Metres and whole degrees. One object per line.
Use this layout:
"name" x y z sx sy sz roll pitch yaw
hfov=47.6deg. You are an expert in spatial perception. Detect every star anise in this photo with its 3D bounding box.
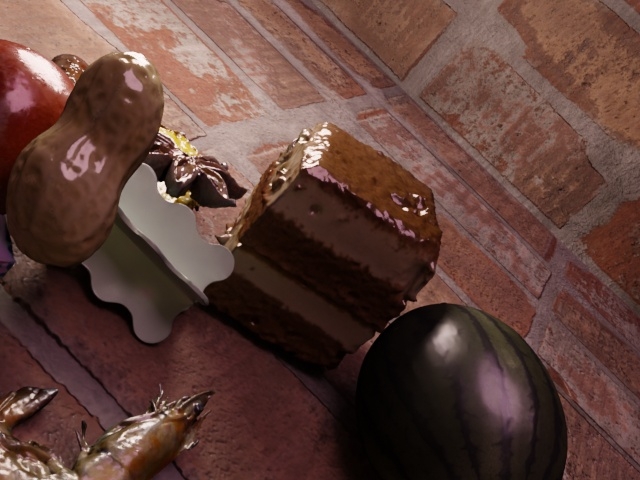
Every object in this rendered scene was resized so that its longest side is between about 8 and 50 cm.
"star anise" -0.196 -0.093 1.039 0.208 0.063 0.172 21 19 -37

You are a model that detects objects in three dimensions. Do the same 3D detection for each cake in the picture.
"cake" 0.000 0.000 1.098 0.282 0.290 0.255 33 25 -13

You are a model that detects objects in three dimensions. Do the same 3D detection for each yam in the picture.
"yam" -0.402 -0.232 1.139 0.079 0.079 0.141 26 30 -29

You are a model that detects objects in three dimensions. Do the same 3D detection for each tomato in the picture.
"tomato" -0.390 -0.135 0.860 0.208 0.208 0.184 43 9 2

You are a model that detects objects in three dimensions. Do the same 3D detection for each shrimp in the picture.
"shrimp" -0.234 0.196 0.760 0.169 0.058 0.296 44 30 9

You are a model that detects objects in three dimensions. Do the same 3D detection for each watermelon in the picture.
"watermelon" 0.188 0.236 1.015 0.279 0.279 0.359 24 29 -32

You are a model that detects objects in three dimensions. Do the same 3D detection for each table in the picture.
"table" -0.226 0.016 0.935 0.198 0.166 0.166 47 26 -8

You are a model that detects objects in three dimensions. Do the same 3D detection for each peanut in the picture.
"peanut" -0.254 -0.093 0.789 0.124 0.256 0.123 25 -5 2

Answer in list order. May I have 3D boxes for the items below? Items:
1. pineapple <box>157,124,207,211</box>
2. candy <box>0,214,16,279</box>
"pineapple" -0.263 -0.110 1.139 0.225 0.076 0.224 32 31 -23
"candy" -0.413 0.009 0.748 0.160 0.092 0.073 16 42 -44
